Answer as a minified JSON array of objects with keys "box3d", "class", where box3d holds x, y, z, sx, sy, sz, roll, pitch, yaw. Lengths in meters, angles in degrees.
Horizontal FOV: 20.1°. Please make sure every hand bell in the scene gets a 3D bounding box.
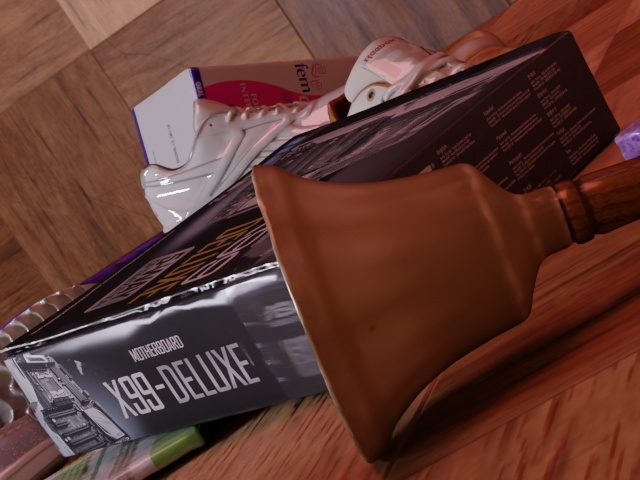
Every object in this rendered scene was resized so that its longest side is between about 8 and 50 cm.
[{"box3d":[0.107,-0.016,0.703,0.242,0.126,0.126,-22,7,4],"class":"hand bell"}]

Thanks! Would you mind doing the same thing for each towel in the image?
[{"box3d":[-0.124,0.138,1.020,0.152,0.023,0.113,-31,8,6],"class":"towel"}]

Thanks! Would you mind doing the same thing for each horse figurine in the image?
[{"box3d":[0.125,-0.133,1.624,0.174,0.066,0.263,-39,8,7],"class":"horse figurine"}]

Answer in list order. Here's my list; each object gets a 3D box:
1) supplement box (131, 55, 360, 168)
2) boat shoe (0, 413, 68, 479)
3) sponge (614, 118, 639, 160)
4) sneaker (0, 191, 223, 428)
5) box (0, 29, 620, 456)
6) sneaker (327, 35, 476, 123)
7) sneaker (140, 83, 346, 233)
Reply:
[{"box3d":[-0.049,-0.102,1.724,0.220,0.111,0.114,-9,-12,-39],"class":"supplement box"},{"box3d":[-0.317,0.181,1.149,0.320,0.103,0.118,-24,-2,4],"class":"boat shoe"},{"box3d":[0.247,-0.104,0.878,0.210,0.031,0.117,-37,7,-31],"class":"sponge"},{"box3d":[-0.142,0.067,1.349,0.293,0.102,0.146,-32,0,-30],"class":"sneaker"},{"box3d":[0.000,0.000,1.049,0.242,0.077,0.307,-19,14,44],"class":"box"},{"box3d":[0.076,-0.090,1.264,0.106,0.123,0.290,-34,7,-24],"class":"sneaker"},{"box3d":[-0.056,-0.086,1.559,0.232,0.115,0.090,-34,6,-1],"class":"sneaker"}]
